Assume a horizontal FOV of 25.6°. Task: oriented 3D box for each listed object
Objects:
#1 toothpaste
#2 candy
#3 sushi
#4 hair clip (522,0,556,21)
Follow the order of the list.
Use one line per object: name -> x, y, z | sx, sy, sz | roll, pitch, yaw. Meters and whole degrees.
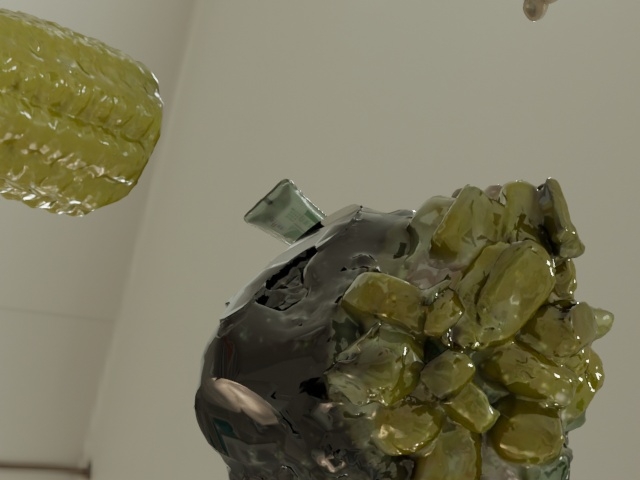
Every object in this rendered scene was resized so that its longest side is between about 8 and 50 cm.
toothpaste -> 0.000, 0.000, 1.515 | 0.064, 0.218, 0.041 | -42, -131, 10
candy -> -0.171, -0.074, 0.702 | 0.106, 0.199, 0.094 | 34, -81, 34
sushi -> 0.103, 0.124, 1.172 | 0.285, 0.328, 0.329 | -13, -73, 33
hair clip -> 0.247, -0.308, 1.594 | 0.072, 0.226, 0.034 | -36, -109, 8
